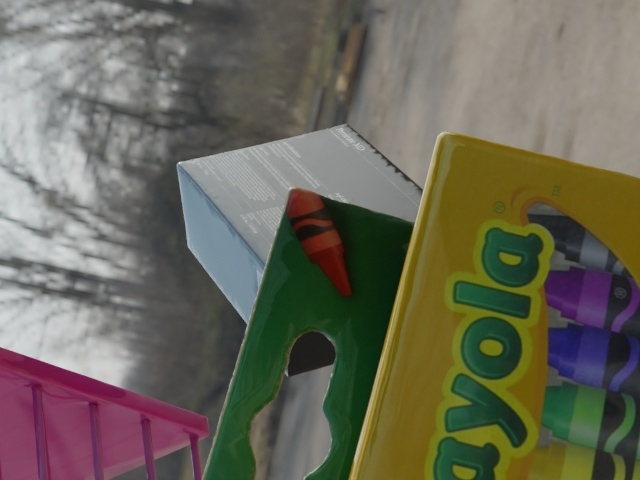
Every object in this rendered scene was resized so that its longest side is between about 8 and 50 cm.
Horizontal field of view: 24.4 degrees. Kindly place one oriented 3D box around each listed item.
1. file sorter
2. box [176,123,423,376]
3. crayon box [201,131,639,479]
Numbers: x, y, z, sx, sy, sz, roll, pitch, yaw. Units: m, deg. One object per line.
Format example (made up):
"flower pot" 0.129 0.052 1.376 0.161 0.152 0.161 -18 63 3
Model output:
"file sorter" -0.250 0.234 1.243 0.290 0.202 0.182 28 -136 -50
"box" 0.000 0.000 1.358 0.261 0.184 0.103 -133 31 -54
"crayon box" 0.118 0.089 0.488 0.081 0.318 0.202 96 -172 -65
